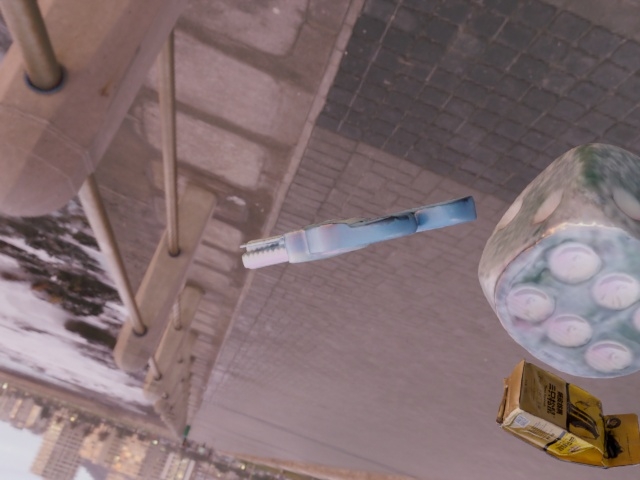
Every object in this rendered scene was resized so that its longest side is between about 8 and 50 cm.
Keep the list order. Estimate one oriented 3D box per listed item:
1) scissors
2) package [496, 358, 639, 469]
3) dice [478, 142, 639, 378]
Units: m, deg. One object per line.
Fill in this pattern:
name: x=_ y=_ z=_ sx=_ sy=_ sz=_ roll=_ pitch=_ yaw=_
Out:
scissors: x=0.000 y=0.000 z=0.488 sx=0.125 sy=0.030 sz=0.256 roll=-13 pitch=180 yaw=-35
package: x=0.246 y=0.179 z=0.606 sx=0.131 sy=0.071 sz=0.047 roll=25 pitch=127 yaw=2
dice: x=0.538 y=0.038 z=1.197 sx=0.328 sy=0.348 sz=0.330 roll=36 pitch=133 yaw=0
